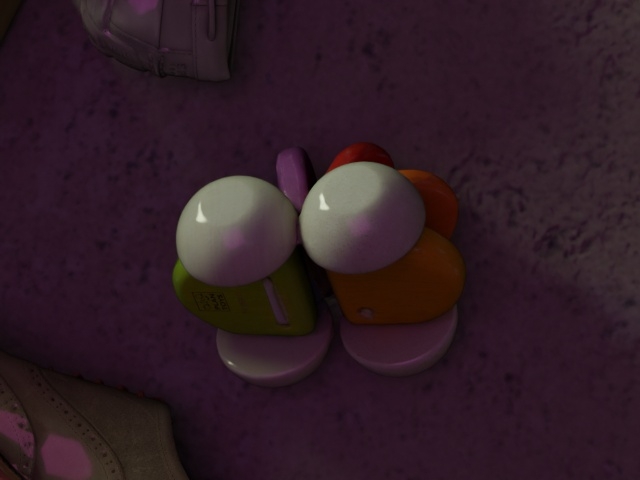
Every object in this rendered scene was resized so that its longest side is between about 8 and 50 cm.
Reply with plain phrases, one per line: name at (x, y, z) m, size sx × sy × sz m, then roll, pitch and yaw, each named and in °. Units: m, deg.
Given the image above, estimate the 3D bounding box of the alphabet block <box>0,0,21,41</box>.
alphabet block at (-0.327, -0.151, 1.196) m, size 0.192 × 0.193 × 0.197 m, roll 29°, pitch 92°, yaw 14°

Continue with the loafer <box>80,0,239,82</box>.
loafer at (-0.056, -0.258, 1.196) m, size 0.111 × 0.112 × 0.319 m, roll 18°, pitch 96°, yaw 5°

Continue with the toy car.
toy car at (0.000, 0.000, 1.156) m, size 0.182 × 0.159 × 0.136 m, roll -6°, pitch 50°, yaw 12°

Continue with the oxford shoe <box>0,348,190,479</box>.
oxford shoe at (-0.165, 0.132, 1.202) m, size 0.130 × 0.123 × 0.348 m, roll -39°, pitch 77°, yaw -20°
